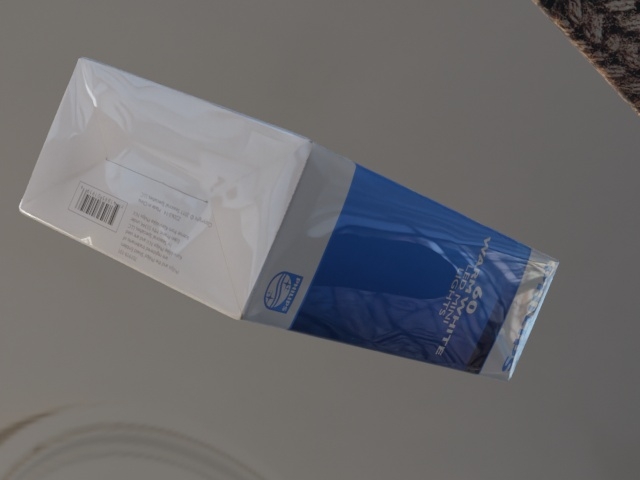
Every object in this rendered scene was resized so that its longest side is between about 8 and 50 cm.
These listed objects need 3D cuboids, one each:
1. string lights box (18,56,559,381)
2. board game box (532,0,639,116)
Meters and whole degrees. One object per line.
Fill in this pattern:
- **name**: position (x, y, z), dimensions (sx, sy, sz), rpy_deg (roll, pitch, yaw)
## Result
- **string lights box**: position (0.000, 0.000, 0.601), dimensions (0.260, 0.133, 0.076), rpy_deg (19, -86, -57)
- **board game box**: position (0.247, -0.184, 0.739), dimensions (0.232, 0.141, 0.291), rpy_deg (-43, -61, 16)
